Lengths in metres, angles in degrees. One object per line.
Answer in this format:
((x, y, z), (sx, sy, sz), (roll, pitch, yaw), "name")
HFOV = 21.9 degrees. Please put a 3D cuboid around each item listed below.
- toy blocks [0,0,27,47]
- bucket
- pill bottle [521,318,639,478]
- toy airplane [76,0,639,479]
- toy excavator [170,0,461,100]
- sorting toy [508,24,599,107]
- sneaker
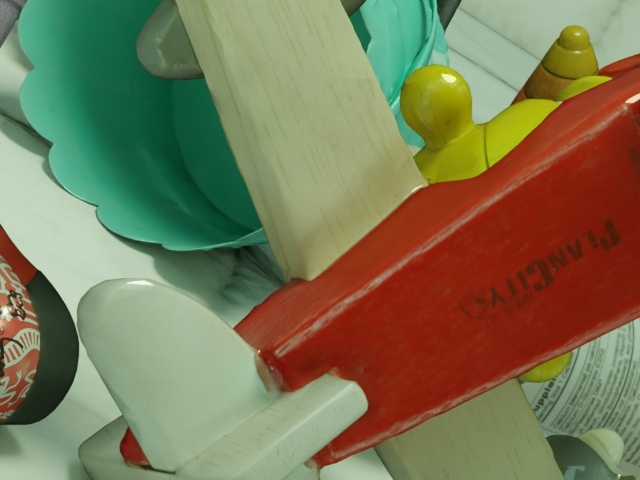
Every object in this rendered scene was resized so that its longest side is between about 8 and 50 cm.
((-0.241, -0.262, 1.227), (0.289, 0.309, 0.260), (26, 58, -49), "toy blocks")
((-0.051, -0.123, 1.167), (0.281, 0.281, 0.183), (40, 14, 22), "bucket")
((0.138, 0.080, 1.102), (0.283, 0.160, 0.160), (24, 18, -29), "pill bottle")
((0.047, 0.021, 0.839), (0.384, 0.386, 0.272), (16, 6, -18), "toy airplane")
((-0.146, -0.245, 1.505), (0.433, 0.222, 0.445), (26, 4, -23), "toy excavator")
((0.155, -0.075, 1.383), (0.127, 0.126, 0.365), (22, 40, 23), "sorting toy")
((-0.238, -0.017, 0.791), (0.270, 0.090, 0.145), (46, 18, 29), "sneaker")
